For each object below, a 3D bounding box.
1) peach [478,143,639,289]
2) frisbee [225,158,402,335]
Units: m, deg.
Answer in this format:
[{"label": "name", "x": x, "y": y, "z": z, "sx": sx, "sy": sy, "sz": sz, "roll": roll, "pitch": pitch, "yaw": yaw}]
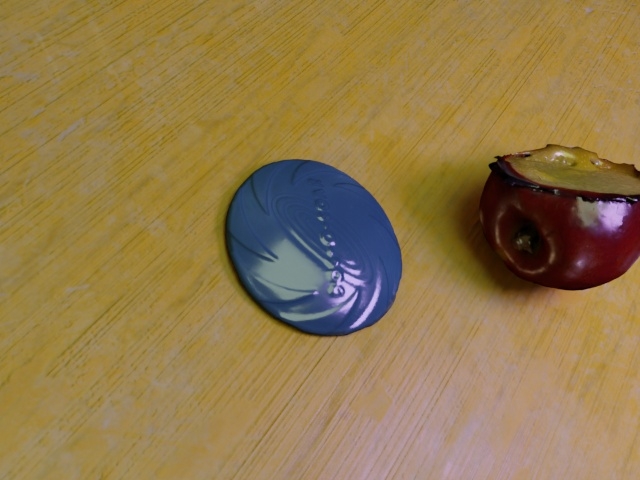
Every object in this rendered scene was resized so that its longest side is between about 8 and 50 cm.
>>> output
[{"label": "peach", "x": 0.416, "y": -0.034, "z": 1.203, "sx": 0.257, "sy": 0.201, "sz": 0.361, "roll": 24, "pitch": 28, "yaw": 31}, {"label": "frisbee", "x": 0.003, "y": -0.001, "z": 1.047, "sx": 0.289, "sy": 0.049, "sz": 0.290, "roll": 12, "pitch": 60, "yaw": -23}]
